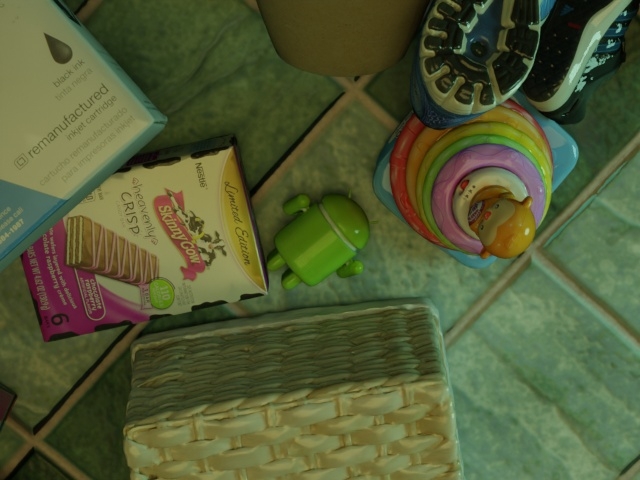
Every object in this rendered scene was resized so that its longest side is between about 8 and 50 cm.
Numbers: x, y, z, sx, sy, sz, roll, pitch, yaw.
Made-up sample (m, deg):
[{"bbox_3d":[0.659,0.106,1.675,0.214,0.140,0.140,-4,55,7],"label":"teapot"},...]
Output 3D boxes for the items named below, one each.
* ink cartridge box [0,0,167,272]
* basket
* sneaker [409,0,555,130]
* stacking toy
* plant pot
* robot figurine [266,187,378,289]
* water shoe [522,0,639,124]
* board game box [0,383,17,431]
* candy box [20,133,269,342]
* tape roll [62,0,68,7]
[{"bbox_3d":[-0.322,-0.147,1.493,0.223,0.129,0.307,-41,92,2],"label":"ink cartridge box"},{"bbox_3d":[-0.011,0.257,1.659,0.331,0.266,0.328,-9,104,-1],"label":"basket"},{"bbox_3d":[0.164,-0.242,1.569,0.129,0.147,0.330,33,67,-5],"label":"sneaker"},{"bbox_3d":[0.153,-0.041,1.561,0.165,0.302,0.175,37,102,-11],"label":"stacking toy"},{"bbox_3d":[0.024,-0.299,1.538,0.256,0.256,0.274,0,122,-1],"label":"plant pot"},{"bbox_3d":[0.000,0.000,1.690,0.115,0.067,0.101,-38,98,8],"label":"robot figurine"},{"bbox_3d":[0.270,-0.209,1.650,0.203,0.073,0.080,-55,140,0],"label":"water shoe"},{"bbox_3d":[-0.458,0.129,1.623,0.316,0.242,0.064,35,103,-9],"label":"board game box"},{"bbox_3d":[-0.180,-0.002,1.682,0.233,0.071,0.159,-13,104,1],"label":"candy box"},{"bbox_3d":[-0.425,-0.165,1.595,0.392,0.072,0.392,0,93,1],"label":"tape roll"}]
